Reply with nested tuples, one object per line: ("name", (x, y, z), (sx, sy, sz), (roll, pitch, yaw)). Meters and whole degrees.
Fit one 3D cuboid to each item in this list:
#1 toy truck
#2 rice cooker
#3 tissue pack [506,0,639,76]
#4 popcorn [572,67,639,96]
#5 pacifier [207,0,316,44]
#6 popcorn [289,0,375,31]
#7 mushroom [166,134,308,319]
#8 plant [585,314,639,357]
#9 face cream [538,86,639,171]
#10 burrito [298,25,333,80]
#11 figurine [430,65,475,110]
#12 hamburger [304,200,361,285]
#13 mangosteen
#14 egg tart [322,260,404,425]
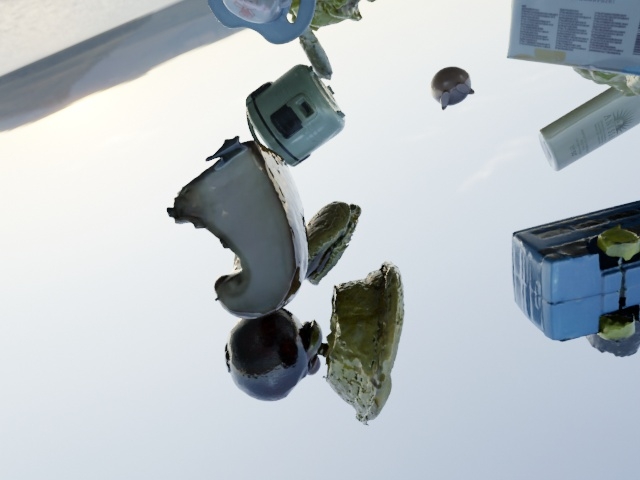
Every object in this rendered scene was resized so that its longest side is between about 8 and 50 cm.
("toy truck", (0.481, 0.023, 0.955), (0.384, 0.161, 0.162), (-14, -157, -8))
("rice cooker", (-0.072, -0.325, 1.694), (0.244, 0.226, 0.226), (-32, -160, 17))
("tissue pack", (0.355, -0.298, 0.763), (0.229, 0.159, 0.145), (15, -130, 26))
("popcorn", (0.615, -0.417, 1.235), (0.335, 0.279, 0.274), (-8, -170, -35))
("pacifier", (-0.131, -0.616, 1.575), (0.287, 0.239, 0.226), (18, -156, 8))
("popcorn", (0.013, -0.690, 1.747), (0.250, 0.242, 0.235), (-30, 179, 31))
("mushroom", (-0.104, -0.012, 1.354), (0.224, 0.314, 0.397), (-32, 172, 10))
("plant", (0.639, 0.142, 1.364), (0.129, 0.195, 0.132), (14, -143, 13))
("face cream", (0.738, -0.319, 1.664), (0.348, 0.173, 0.081), (-31, -129, 10))
("burrito", (-0.016, -0.500, 1.731), (0.058, 0.188, 0.045), (28, -107, 42))
("figurine", (0.385, -0.452, 1.905), (0.125, 0.125, 0.138), (-18, -154, 12))
("hamburger", (-0.001, 0.001, 1.915), (0.265, 0.134, 0.285), (-56, -172, 41))
("mangosteen", (-0.097, 0.267, 1.551), (0.265, 0.228, 0.228), (-4, -160, -12))
("egg tart", (0.079, 0.201, 1.316), (0.132, 0.345, 0.345), (7, -155, -1))
